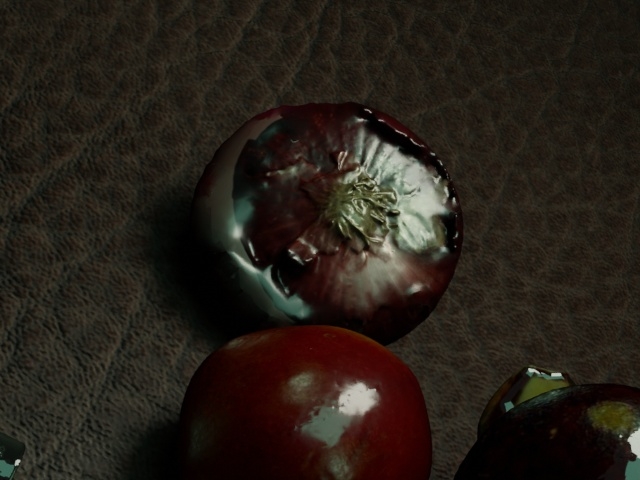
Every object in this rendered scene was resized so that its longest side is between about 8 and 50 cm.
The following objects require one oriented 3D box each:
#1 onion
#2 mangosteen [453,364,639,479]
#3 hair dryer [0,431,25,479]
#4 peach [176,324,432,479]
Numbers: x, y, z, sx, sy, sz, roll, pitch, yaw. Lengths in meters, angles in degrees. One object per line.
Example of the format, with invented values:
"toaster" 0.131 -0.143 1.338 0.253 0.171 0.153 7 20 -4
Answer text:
"onion" 0.000 0.000 1.932 0.272 0.195 0.272 2 73 -6
"mangosteen" 0.249 0.269 1.751 0.311 0.311 0.311 23 39 -20
"hair dryer" -0.358 0.211 1.481 0.195 0.078 0.248 28 43 -10
"peach" -0.020 0.176 1.684 0.243 0.199 0.243 15 38 -12
